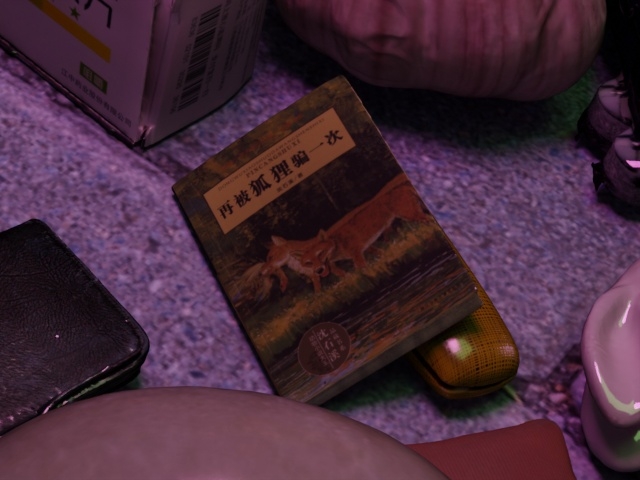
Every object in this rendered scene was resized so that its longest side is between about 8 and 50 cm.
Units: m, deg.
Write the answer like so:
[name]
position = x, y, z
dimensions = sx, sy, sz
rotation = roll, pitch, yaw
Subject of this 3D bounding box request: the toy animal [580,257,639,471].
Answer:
[toy animal]
position = 0.292, 0.133, 1.334
dimensions = 0.258, 0.194, 0.357
rotation = -28, 40, -6

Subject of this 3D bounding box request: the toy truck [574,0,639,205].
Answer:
[toy truck]
position = 0.312, -0.158, 1.600
dimensions = 0.178, 0.176, 0.363
rotation = 7, 46, -20

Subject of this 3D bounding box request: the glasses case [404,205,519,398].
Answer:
[glasses case]
position = 0.064, 0.021, 1.442
dimensions = 0.079, 0.064, 0.234
rotation = -10, 50, -30

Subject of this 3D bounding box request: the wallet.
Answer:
[wallet]
position = -0.278, 0.096, 1.298
dimensions = 0.318, 0.045, 0.172
rotation = -27, 56, -32

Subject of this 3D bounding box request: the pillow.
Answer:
[pillow]
position = 0.102, 0.199, 1.275
dimensions = 0.179, 0.075, 0.171
rotation = -7, 50, -20

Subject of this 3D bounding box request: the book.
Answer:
[book]
position = 0.000, 0.000, 1.420
dimensions = 0.160, 0.024, 0.228
rotation = -32, 56, 5

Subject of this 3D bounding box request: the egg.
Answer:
[egg]
position = -0.061, 0.211, 1.095
dimensions = 0.352, 0.258, 0.258
rotation = 12, 46, 2

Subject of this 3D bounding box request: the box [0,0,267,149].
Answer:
[box]
position = -0.193, -0.243, 1.547
dimensions = 0.333, 0.173, 0.145
rotation = 38, 52, 21

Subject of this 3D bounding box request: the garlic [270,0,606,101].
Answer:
[garlic]
position = 0.098, -0.257, 1.575
dimensions = 0.317, 0.259, 0.317
rotation = -4, 54, 5
